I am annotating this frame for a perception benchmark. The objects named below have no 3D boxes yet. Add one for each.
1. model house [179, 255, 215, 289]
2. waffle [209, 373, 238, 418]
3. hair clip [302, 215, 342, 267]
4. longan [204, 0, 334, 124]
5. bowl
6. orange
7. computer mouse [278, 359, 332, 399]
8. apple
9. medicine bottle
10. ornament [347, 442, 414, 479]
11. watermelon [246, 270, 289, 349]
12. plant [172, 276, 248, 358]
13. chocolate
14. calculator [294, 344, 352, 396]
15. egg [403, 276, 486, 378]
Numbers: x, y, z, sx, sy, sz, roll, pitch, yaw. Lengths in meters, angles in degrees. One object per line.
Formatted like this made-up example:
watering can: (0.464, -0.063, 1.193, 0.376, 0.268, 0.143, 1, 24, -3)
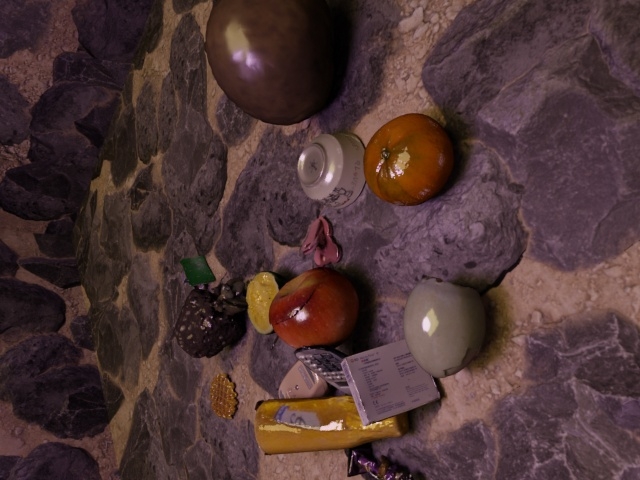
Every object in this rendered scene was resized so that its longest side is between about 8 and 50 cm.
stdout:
model house: (-0.526, 0.157, 2.084, 0.167, 0.117, 0.088, 52, 140, 36)
waffle: (-0.384, 0.613, 1.928, 0.191, 0.038, 0.191, -5, 83, 49)
hair clip: (0.009, 0.005, 1.533, 0.123, 0.102, 0.138, -30, 33, 42)
longan: (-0.151, -0.577, 1.480, 0.404, 0.404, 0.435, 11, 98, 48)
bowl: (0.016, -0.217, 1.469, 0.238, 0.126, 0.237, -7, 81, 49)
orange: (0.208, -0.197, 1.212, 0.240, 0.171, 0.240, -3, 86, 50)
computer mouse: (-0.044, 0.448, 1.519, 0.236, 0.082, 0.145, -57, 51, 29)
apple: (-0.013, 0.198, 1.389, 0.206, 0.251, 0.272, 48, 134, -12)
medicine bottle: (0.171, 0.339, 1.199, 0.052, 0.201, 0.171, 108, 144, -58)
ornament: (0.169, 0.598, 1.272, 0.203, 0.081, 0.088, -5, 85, 46)
watermelon: (-0.150, 0.209, 1.622, 0.232, 0.127, 0.204, 41, 117, 44)
plant: (-0.390, 0.272, 1.831, 0.312, 0.213, 0.215, -51, 50, 21)
chocolate: (0.024, 0.492, 1.349, 0.445, 0.162, 0.162, -16, 74, 28)
calculator: (0.048, 0.350, 1.319, 0.177, 0.268, 0.040, -19, 41, 45)
egg: (0.273, 0.198, 1.100, 0.183, 0.183, 0.217, 13, 88, 48)
